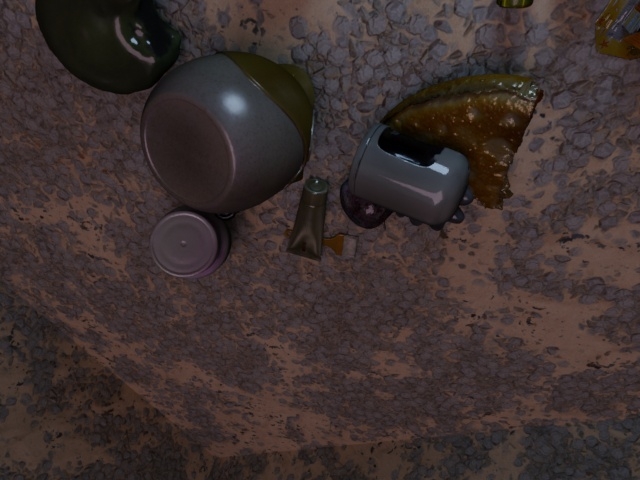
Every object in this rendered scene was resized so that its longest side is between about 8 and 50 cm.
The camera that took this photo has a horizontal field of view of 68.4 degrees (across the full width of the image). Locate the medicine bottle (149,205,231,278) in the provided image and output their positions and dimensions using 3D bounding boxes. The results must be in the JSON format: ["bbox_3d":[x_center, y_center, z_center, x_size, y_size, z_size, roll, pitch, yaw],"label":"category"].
[{"bbox_3d":[-0.438,0.007,1.601,0.256,0.325,0.255,0,93,-8],"label":"medicine bottle"}]

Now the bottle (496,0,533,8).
[{"bbox_3d":[0.439,-0.656,1.001,0.082,0.082,0.286,5,131,12],"label":"bottle"}]

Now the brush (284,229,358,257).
[{"bbox_3d":[0.000,0.000,1.720,0.273,0.013,0.103,12,131,7],"label":"brush"}]

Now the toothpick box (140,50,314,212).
[{"bbox_3d":[-0.217,-0.291,1.266,0.409,0.425,0.408,14,122,23],"label":"toothpick box"}]

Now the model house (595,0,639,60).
[{"bbox_3d":[0.742,-0.476,1.032,0.208,0.135,0.219,21,131,-4],"label":"model house"}]

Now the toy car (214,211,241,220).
[{"bbox_3d":[-0.332,-0.199,1.535,0.255,0.188,0.190,28,115,-13],"label":"toy car"}]

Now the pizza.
[{"bbox_3d":[0.409,-0.256,1.298,0.440,0.130,0.406,-1,134,42],"label":"pizza"}]

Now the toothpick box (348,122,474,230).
[{"bbox_3d":[0.250,-0.155,1.256,0.317,0.229,0.229,25,133,15],"label":"toothpick box"}]

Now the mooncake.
[{"bbox_3d":[-0.563,-0.582,1.273,0.352,0.187,0.351,3,133,3],"label":"mooncake"}]

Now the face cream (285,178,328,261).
[{"bbox_3d":[-0.038,-0.059,1.639,0.138,0.084,0.341,15,134,3],"label":"face cream"}]

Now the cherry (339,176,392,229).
[{"bbox_3d":[0.148,-0.130,1.457,0.195,0.195,0.195,8,131,9],"label":"cherry"}]
